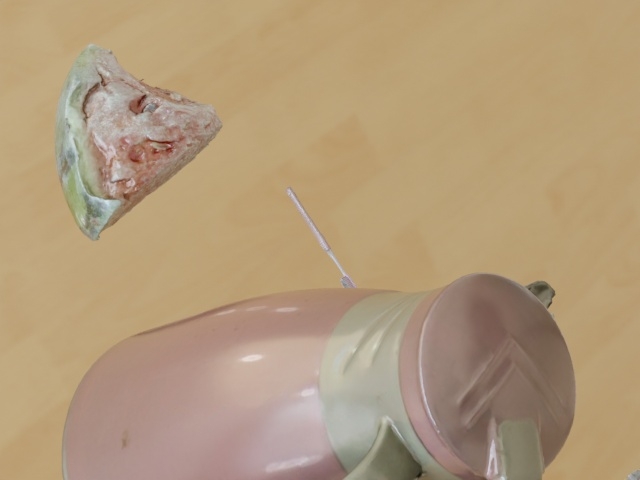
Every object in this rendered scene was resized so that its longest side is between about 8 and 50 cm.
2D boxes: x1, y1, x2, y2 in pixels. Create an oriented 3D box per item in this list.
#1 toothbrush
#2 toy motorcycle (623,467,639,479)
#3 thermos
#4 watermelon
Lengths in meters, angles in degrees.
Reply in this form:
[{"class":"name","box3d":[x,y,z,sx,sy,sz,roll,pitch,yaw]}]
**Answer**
[{"class":"toothbrush","box3d":[0.000,0.000,1.460,0.008,0.006,0.097,-28,84,-50]},{"class":"toy motorcycle","box3d":[0.315,0.187,1.597,0.193,0.061,0.124,-39,154,-19]},{"class":"thermos","box3d":[-0.004,0.095,0.887,0.146,0.265,0.176,52,54,-13]},{"class":"watermelon","box3d":[-0.147,-0.096,1.473,0.071,0.139,0.187,73,7,-55]}]
